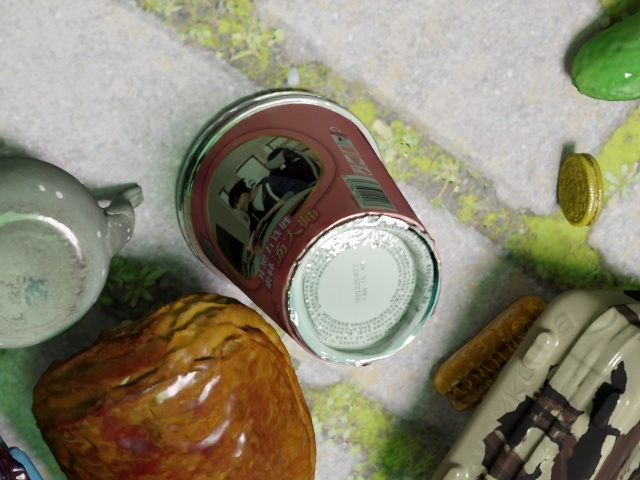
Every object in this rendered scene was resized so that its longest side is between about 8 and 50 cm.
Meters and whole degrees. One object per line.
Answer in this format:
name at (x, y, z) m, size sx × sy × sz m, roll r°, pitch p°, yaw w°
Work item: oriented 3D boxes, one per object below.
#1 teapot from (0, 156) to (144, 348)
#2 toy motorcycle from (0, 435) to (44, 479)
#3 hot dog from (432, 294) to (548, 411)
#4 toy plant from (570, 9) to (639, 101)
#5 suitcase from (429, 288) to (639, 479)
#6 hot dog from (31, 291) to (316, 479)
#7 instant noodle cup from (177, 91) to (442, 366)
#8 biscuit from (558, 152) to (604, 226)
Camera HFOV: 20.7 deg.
teapot at (-0.305, 0.009, 1.726) m, size 0.294 × 0.129 × 0.193 m, roll -15°, pitch 116°, yaw -12°
toy motorcycle at (-0.301, 0.377, 1.851) m, size 0.172 × 0.232 × 0.416 m, roll -26°, pitch 106°, yaw -11°
hot dog at (0.205, 0.128, 2.012) m, size 0.165 × 0.045 × 0.071 m, roll -41°, pitch 119°, yaw 0°
toy plant at (0.468, -0.269, 1.853) m, size 0.317 × 0.211 × 0.356 m, roll 6°, pitch 121°, yaw -21°
suitcase at (0.292, 0.218, 1.982) m, size 0.339 × 0.194 × 0.351 m, roll 2°, pitch 124°, yaw -57°
hot dog at (-0.143, 0.205, 1.826) m, size 0.267 × 0.174 × 0.387 m, roll -22°, pitch 136°, yaw 1°
instant noodle cup at (0.000, 0.000, 1.763) m, size 0.244 × 0.255 × 0.244 m, roll -9°, pitch 117°, yaw -17°
biscuit at (0.289, -0.056, 1.944) m, size 0.023 × 0.084 × 0.084 m, roll -4°, pitch 113°, yaw -17°
